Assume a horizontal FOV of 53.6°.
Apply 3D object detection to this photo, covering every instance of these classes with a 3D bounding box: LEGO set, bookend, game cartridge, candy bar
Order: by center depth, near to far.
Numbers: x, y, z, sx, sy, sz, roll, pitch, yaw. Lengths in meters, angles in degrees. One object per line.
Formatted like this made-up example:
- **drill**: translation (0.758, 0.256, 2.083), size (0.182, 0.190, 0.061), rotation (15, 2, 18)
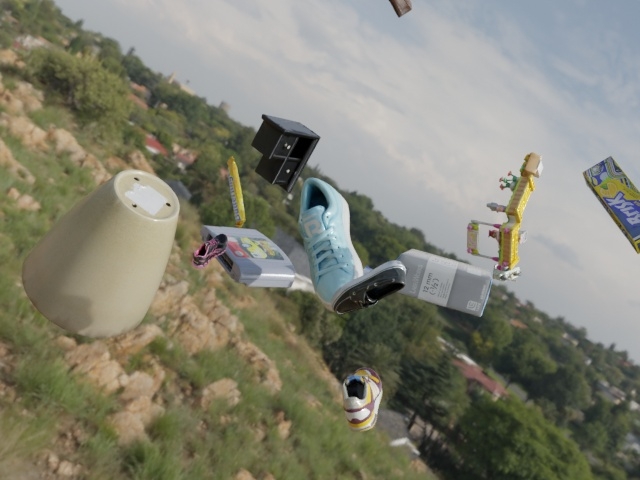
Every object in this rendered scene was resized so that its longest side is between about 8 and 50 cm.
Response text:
- **LEGO set**: translation (0.390, -0.053, 1.369), size (0.107, 0.286, 0.132), rotation (14, 12, 34)
- **candy bar**: translation (-0.185, -0.104, 1.384), size (0.018, 0.161, 0.040), rotation (-2, -17, -28)
- **bookend**: translation (-0.098, -0.194, 1.444), size (0.072, 0.156, 0.157), rotation (38, 19, 23)
- **game cartridge**: translation (-0.199, 0.040, 1.782), size (0.196, 0.060, 0.294), rotation (9, 21, -37)

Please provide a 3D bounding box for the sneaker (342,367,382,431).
- **sneaker**: translation (0.081, 0.288, 1.246), size (0.185, 0.070, 0.083), rotation (-78, 154, -68)

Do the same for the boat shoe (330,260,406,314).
- **boat shoe**: translation (0.071, 0.080, 0.968), size (0.049, 0.142, 0.040), rotation (32, 36, -34)

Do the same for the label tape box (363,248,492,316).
- **label tape box**: translation (0.281, 0.092, 1.726), size (0.348, 0.115, 0.249), rotation (18, 6, 12)

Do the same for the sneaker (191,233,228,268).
- **sneaker**: translation (-0.280, 0.018, 1.611), size (0.047, 0.119, 0.057), rotation (30, -32, 20)

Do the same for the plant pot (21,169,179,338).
- **plant pot**: translation (-0.387, 0.005, 1.208), size (0.257, 0.274, 0.256), rotation (30, 33, -22)

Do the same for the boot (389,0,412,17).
- **boot**: translation (0.172, -0.548, 1.351), size (0.037, 0.106, 0.114), rotation (35, 5, 42)

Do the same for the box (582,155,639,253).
- **box**: translation (0.528, -0.063, 1.102), size (0.054, 0.059, 0.168), rotation (37, 26, -50)

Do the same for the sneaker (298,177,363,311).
- **sneaker**: translation (0.000, 0.000, 1.539), size (0.150, 0.135, 0.365), rotation (40, 29, -43)
